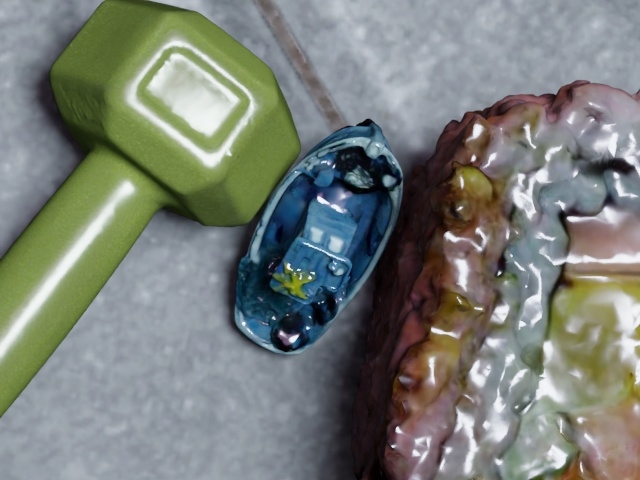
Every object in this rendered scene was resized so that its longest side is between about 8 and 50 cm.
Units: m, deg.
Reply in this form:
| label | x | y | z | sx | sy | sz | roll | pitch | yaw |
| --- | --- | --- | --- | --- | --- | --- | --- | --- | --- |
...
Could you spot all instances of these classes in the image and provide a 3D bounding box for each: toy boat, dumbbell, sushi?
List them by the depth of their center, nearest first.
| label | x | y | z | sx | sy | sz | roll | pitch | yaw |
| --- | --- | --- | --- | --- | --- | --- | --- | --- | --- |
| dumbbell | -0.132 | 0.027 | 0.864 | 0.121 | 0.108 | 0.302 | 37 | 78 | -7 |
| toy boat | 0.000 | 0.000 | 0.889 | 0.060 | 0.061 | 0.137 | 26 | 121 | -9 |
| sushi | 0.131 | 0.065 | 0.889 | 0.237 | 0.171 | 0.270 | 13 | 84 | -12 |
